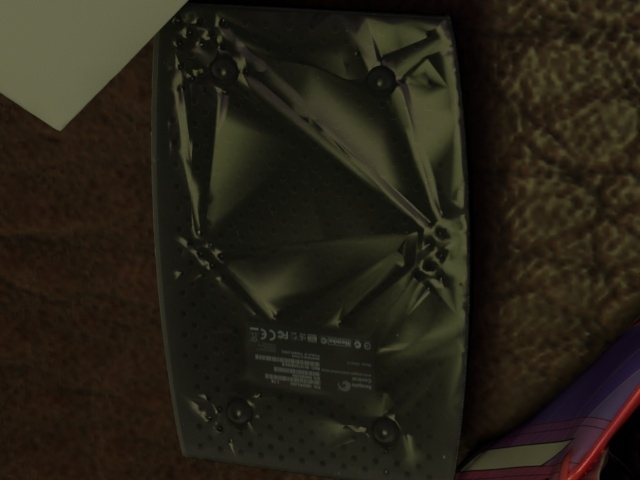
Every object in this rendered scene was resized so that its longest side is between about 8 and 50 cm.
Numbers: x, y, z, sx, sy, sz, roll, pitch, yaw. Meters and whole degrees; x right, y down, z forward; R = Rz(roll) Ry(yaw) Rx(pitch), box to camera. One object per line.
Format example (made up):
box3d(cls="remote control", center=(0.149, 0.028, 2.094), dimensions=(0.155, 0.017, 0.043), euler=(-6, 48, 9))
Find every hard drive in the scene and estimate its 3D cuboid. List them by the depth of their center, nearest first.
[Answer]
box3d(cls="hard drive", center=(0.000, 0.000, 0.954), dimensions=(0.172, 0.054, 0.255), euler=(5, 111, 19))

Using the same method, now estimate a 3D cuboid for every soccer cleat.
box3d(cls="soccer cleat", center=(0.129, 0.135, 0.920), dimensions=(0.108, 0.116, 0.318), euler=(41, 118, 2))

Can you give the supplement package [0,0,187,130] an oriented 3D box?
box3d(cls="supplement package", center=(-0.154, -0.217, 0.824), dimensions=(0.262, 0.145, 0.204), euler=(35, 121, -25))
